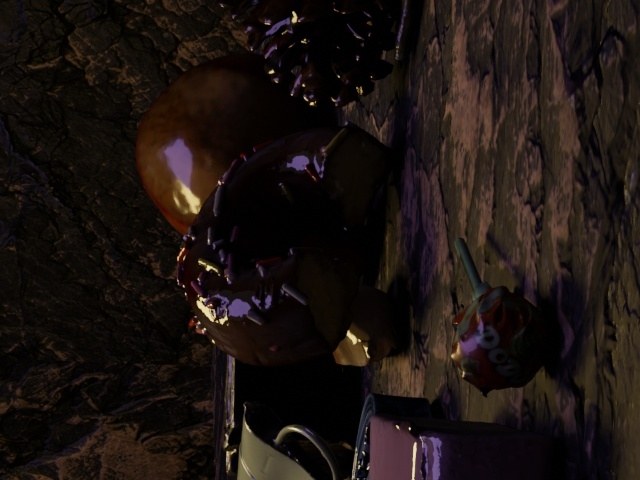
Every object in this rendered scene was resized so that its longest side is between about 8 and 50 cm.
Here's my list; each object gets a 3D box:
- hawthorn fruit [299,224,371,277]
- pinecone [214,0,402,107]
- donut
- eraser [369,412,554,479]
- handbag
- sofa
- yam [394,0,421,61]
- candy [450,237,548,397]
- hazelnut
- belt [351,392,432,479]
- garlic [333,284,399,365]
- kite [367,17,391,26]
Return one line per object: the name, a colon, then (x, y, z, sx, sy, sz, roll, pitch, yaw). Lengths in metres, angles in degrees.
hawthorn fruit: (0.000, 0.000, 2.019, 0.194, 0.157, 0.157, -49, 14, 4)
pinecone: (-0.001, -0.295, 1.838, 0.246, 0.246, 0.292, -100, -9, -56)
donut: (-0.059, -0.004, 1.849, 0.136, 0.259, 0.345, 52, -133, -40)
eraser: (0.112, 0.337, 1.255, 0.272, 0.122, 0.359, 145, 129, -82)
handbag: (-0.013, 0.326, 1.900, 0.109, 0.241, 0.315, -36, -27, -37)
sofa: (-0.051, 0.215, 2.101, 0.182, 0.200, 0.258, 120, 151, -67)
yam: (0.108, -0.285, 1.784, 0.033, 0.027, 0.129, 30, 123, 35)
candy: (0.143, 0.053, 1.305, 0.084, 0.078, 0.287, -54, 14, 13)
hazelnut: (-0.139, -0.141, 2.487, 0.366, 0.366, 0.366, -177, 90, -81)
belt: (0.081, 0.249, 1.596, 0.141, 0.082, 0.190, -92, 9, -46)
garlic: (0.053, 0.107, 1.851, 0.195, 0.087, 0.101, 156, 103, -77)
kite: (0.087, -0.389, 2.024, 0.377, 0.013, 0.327, -117, 30, -72)
